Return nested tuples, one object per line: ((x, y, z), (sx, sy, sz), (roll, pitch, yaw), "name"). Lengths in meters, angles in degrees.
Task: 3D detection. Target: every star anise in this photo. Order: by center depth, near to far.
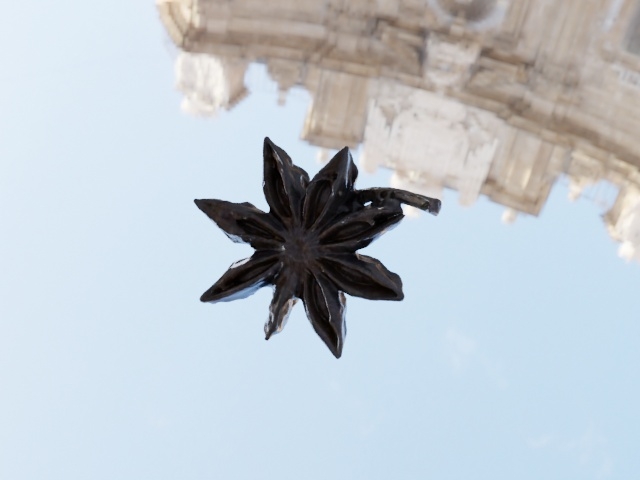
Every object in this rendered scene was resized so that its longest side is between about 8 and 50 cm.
((0.000, 0.001, 1.229), (0.262, 0.081, 0.230), (-21, -99, 16), "star anise")
